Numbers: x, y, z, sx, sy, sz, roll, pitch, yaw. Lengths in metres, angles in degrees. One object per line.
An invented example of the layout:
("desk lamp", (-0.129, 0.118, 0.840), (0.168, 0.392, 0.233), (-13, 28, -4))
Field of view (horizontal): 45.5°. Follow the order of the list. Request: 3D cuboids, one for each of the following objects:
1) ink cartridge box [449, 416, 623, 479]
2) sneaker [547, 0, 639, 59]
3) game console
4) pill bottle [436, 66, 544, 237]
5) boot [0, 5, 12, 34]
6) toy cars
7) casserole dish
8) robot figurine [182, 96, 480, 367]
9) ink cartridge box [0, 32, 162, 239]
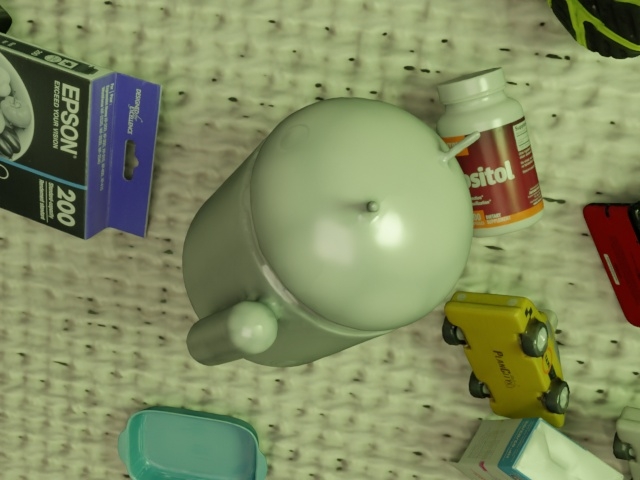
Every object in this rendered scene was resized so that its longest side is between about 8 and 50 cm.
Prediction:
("ink cartridge box", (0.221, 0.244, 0.818), (0.104, 0.181, 0.062), (36, 72, -1))
("sneaker", (0.215, -0.349, 0.655), (0.147, 0.145, 0.385), (-32, 97, -12))
("game console", (0.347, 0.013, 0.749), (0.085, 0.124, 0.144), (-28, 101, -14))
("pill bottle", (0.162, -0.086, 0.748), (0.086, 0.086, 0.152), (-13, 103, 14))
("boot", (-0.482, -0.262, 0.820), (0.263, 0.091, 0.229), (-37, 96, 8))
("toy cars", (0.289, 0.165, 0.794), (0.393, 0.087, 0.176), (35, 148, -2))
("casserole dish", (-0.153, 0.257, 0.935), (0.188, 0.037, 0.114), (6, 107, 8))
("robot figurine", (0.000, 0.000, 0.696), (0.200, 0.300, 0.353), (45, 148, -7))
("ink cartridge box", (-0.281, -0.102, 0.816), (0.208, 0.045, 0.206), (18, 128, 4))
